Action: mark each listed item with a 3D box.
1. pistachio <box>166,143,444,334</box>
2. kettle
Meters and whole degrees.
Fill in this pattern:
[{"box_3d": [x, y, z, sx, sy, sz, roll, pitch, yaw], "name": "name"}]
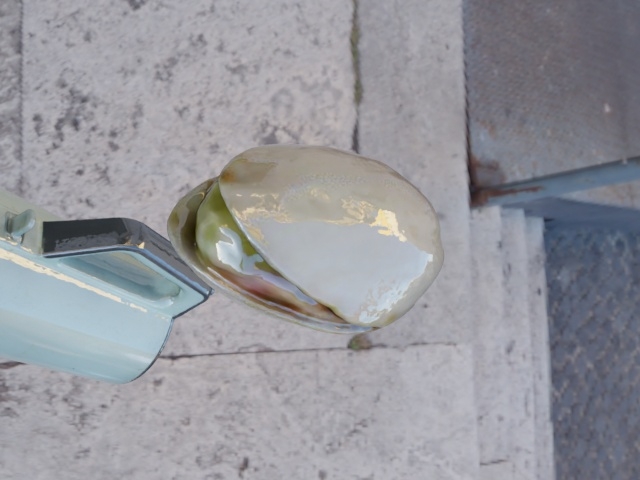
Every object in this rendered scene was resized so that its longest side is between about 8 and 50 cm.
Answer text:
[{"box_3d": [0.000, 0.000, 0.662, 0.215, 0.144, 0.143, 5, 80, -42], "name": "pistachio"}, {"box_3d": [-0.394, 0.059, 1.443, 0.377, 0.361, 0.250, 29, 41, -44], "name": "kettle"}]
